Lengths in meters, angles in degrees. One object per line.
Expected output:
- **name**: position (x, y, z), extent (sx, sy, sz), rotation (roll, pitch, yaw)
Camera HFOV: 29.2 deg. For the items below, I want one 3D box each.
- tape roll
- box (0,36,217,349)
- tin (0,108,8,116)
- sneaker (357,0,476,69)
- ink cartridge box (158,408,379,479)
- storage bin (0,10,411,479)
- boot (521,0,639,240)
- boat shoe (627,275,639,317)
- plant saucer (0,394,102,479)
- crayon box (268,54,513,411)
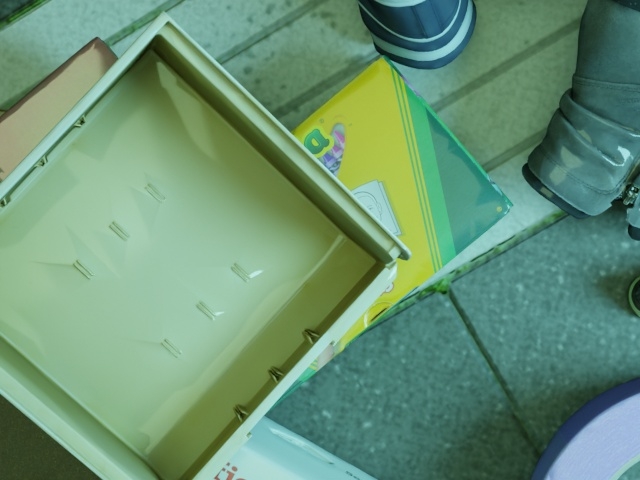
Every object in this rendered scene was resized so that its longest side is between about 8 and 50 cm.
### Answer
- **tape roll**: position (0.303, 0.245, 0.989), extent (0.274, 0.090, 0.275), rotation (0, 90, 7)
- **box**: position (-0.221, -0.033, 0.997), extent (0.232, 0.127, 0.148), rotation (-42, 101, -6)
- **tin**: position (-0.319, -0.048, 1.085), extent (0.189, 0.040, 0.106), rotation (-20, 91, 6)
- **sneaker**: position (0.050, -0.267, 1.031), extent (0.099, 0.153, 0.282), rotation (-23, 56, 9)
- **ink cartridge box**: position (-0.083, 0.295, 1.019), extent (0.201, 0.117, 0.278), rotation (28, 93, 7)
- **storage bin**: position (-0.113, 0.026, 0.895), extent (0.260, 0.123, 0.262), rotation (43, 85, -11)
- **boot**: position (0.344, -0.098, 0.969), extent (0.338, 0.118, 0.223), rotation (13, 117, 1)
- **boat shoe**: position (0.331, 0.045, 1.006), extent (0.152, 0.049, 0.056), rotation (-7, 88, 6)
- **plant saucer**: position (-0.248, 0.187, 1.074), extent (0.198, 0.036, 0.199), rotation (1, 94, 14)
- **crayon box**: position (0.000, 0.000, 1.027), extent (0.278, 0.081, 0.165), rotation (-40, 86, 2)
